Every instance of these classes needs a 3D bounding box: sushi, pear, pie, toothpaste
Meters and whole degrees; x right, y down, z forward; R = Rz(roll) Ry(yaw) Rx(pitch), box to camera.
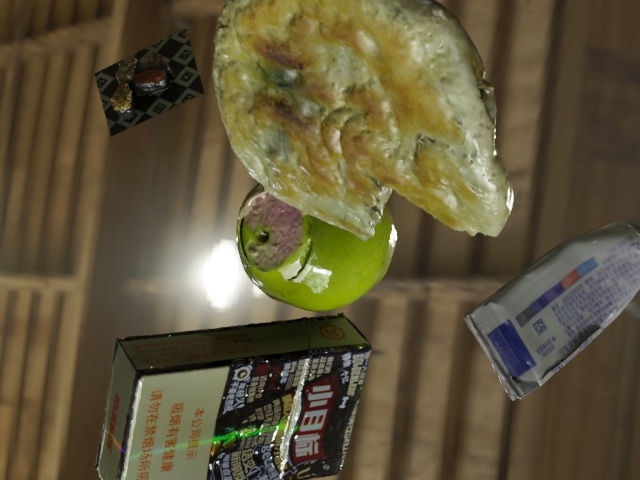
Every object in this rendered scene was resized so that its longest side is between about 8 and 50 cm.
[{"bbox_3d":[-0.207,-0.195,2.157,0.126,0.026,0.120,-25,-132,5],"label":"sushi"},{"bbox_3d":[0.000,0.000,2.222,0.187,0.220,0.187,-2,-95,29],"label":"pear"},{"bbox_3d":[0.026,-0.120,1.613,0.337,0.075,0.337,28,-37,24],"label":"pie"},{"bbox_3d":[0.280,0.050,1.951,0.099,0.282,0.068,47,-23,17],"label":"toothpaste"}]

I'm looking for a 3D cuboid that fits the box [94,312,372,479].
[{"bbox_3d":[-0.106,0.202,2.196,0.084,0.310,0.198,49,-44,47],"label":"box"}]
